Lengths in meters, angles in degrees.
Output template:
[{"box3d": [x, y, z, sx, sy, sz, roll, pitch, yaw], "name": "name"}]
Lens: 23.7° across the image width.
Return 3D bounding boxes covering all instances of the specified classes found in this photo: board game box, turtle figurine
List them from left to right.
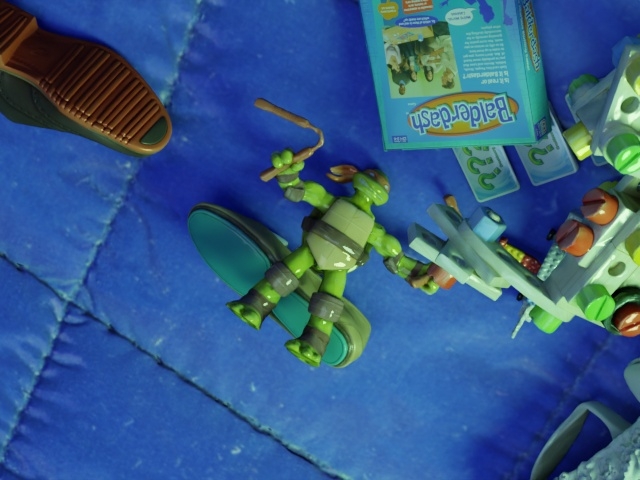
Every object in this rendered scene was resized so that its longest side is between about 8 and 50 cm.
[{"box3d": [0.000, 0.000, 1.520, 0.269, 0.087, 0.217, 36, 82, -11], "name": "turtle figurine"}, {"box3d": [0.120, -0.191, 1.420, 0.160, 0.047, 0.210, 0, 110, 28], "name": "board game box"}]

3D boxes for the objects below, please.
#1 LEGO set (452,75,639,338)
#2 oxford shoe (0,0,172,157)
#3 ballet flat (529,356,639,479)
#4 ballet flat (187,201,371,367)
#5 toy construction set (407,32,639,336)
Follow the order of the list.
[{"box3d": [0.238, -0.013, 1.458, 0.182, 0.060, 0.244, -18, 104, 31], "name": "LEGO set"}, {"box3d": [-0.274, -0.157, 1.605, 0.271, 0.097, 0.098, 33, 142, 11], "name": "oxford shoe"}, {"box3d": [0.310, 0.194, 1.489, 0.147, 0.147, 0.409, 42, 122, 1], "name": "ballet flat"}, {"box3d": [-0.042, 0.041, 1.598, 0.232, 0.073, 0.080, 45, 127, 6], "name": "ballet flat"}, {"box3d": [0.237, -0.030, 1.350, 0.215, 0.151, 0.328, 24, 131, -32], "name": "toy construction set"}]
